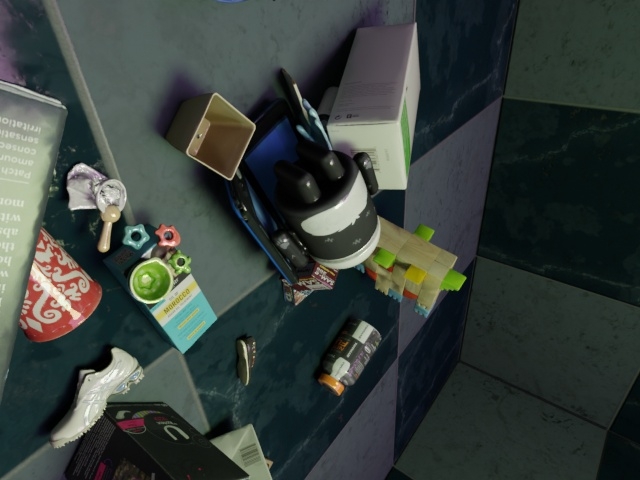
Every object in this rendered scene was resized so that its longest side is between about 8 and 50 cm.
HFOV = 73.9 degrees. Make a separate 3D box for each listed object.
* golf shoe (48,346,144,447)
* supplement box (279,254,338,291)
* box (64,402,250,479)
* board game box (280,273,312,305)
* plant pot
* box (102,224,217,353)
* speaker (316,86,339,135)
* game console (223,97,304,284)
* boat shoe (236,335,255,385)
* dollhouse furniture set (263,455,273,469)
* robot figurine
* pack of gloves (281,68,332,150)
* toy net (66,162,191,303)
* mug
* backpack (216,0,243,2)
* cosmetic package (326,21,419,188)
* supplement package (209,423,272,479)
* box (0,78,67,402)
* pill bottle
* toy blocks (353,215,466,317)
[{"bbox_3d":[-0.398,0.260,0.729,0.176,0.069,0.086,-49,122,-33],"label":"golf shoe"},{"bbox_3d":[0.000,0.000,1.031,0.073,0.130,0.239,35,61,-31],"label":"supplement box"},{"bbox_3d":[-0.292,0.421,0.762,0.165,0.270,0.143,33,80,-57],"label":"box"},{"bbox_3d":[-0.013,0.047,1.177,0.243,0.042,0.165,-36,134,-41],"label":"board game box"},{"bbox_3d":[-0.197,-0.183,0.729,0.109,0.096,0.109,30,83,-57],"label":"plant pot"},{"bbox_3d":[-0.285,0.096,0.788,0.100,0.060,0.244,-48,142,-31],"label":"box"},{"bbox_3d":[0.022,-0.300,0.978,0.136,0.055,0.055,-75,159,-44],"label":"speaker"},{"bbox_3d":[-0.070,-0.096,0.894,0.173,0.250,0.293,-26,140,3],"label":"game console"},{"bbox_3d":[-0.182,0.301,1.063,0.042,0.049,0.133,-16,116,-42],"label":"boat shoe"},{"bbox_3d":[-0.171,0.740,1.251,0.151,0.123,0.144,-56,145,-19],"label":"dollhouse furniture set"},{"bbox_3d":[0.014,-0.063,0.836,0.278,0.209,0.173,57,22,-47],"label":"robot figurine"},{"bbox_3d":[-0.026,-0.221,0.911,0.046,0.195,0.232,-29,138,-2],"label":"pack of gloves"},{"bbox_3d":[-0.288,-0.020,0.657,0.122,0.045,0.232,-40,115,-34],"label":"toy net"},{"bbox_3d":[-0.399,0.049,0.552,0.150,0.113,0.169,-48,138,-33],"label":"mug"},{"bbox_3d":[-0.123,-0.465,0.599,0.263,0.213,0.276,-33,136,-29],"label":"backpack"},{"bbox_3d":[0.136,-0.315,0.986,0.197,0.155,0.365,67,32,-51],"label":"cosmetic package"},{"bbox_3d":[-0.209,0.638,1.043,0.175,0.177,0.292,-15,124,-20],"label":"supplement package"},{"bbox_3d":[-0.417,0.030,0.343,0.212,0.294,0.395,8,101,-57],"label":"box"},{"bbox_3d":[0.094,0.398,1.446,0.245,0.130,0.130,-52,144,-26],"label":"pill bottle"},{"bbox_3d":[0.244,0.086,1.329,0.190,0.381,0.261,-49,157,-27],"label":"toy blocks"}]
